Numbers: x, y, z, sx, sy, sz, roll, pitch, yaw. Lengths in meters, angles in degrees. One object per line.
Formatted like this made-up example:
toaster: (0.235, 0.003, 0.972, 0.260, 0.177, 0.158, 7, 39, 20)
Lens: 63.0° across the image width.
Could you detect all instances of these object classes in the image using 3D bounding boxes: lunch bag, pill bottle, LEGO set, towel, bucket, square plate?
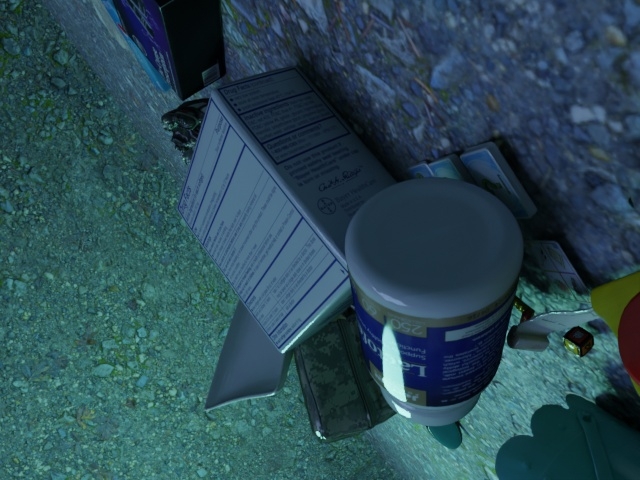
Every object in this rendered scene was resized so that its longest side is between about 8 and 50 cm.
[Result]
lunch bag: (0.088, 0.255, 1.010, 0.305, 0.256, 0.213, 93, 163, -66)
pill bottle: (0.113, 0.079, 0.538, 0.153, 0.153, 0.265, 40, 156, 37)
LEGO set: (0.181, 0.022, 0.552, 0.244, 0.060, 0.182, 53, 169, -10)
towel: (-0.485, -0.538, 1.238, 0.282, 0.049, 0.187, 40, 162, 38)
bucket: (0.298, 0.327, 0.539, 0.183, 0.281, 0.281, 23, 149, 55)
square plate: (-0.138, 0.223, 1.240, 0.049, 0.344, 0.347, 31, 144, -24)

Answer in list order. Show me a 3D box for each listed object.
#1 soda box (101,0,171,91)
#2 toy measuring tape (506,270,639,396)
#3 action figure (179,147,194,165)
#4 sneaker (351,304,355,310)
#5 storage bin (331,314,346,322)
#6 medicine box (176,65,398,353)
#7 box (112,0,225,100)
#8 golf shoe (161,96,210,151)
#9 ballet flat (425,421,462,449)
soda box: (-0.366, -0.425, 1.100, 0.067, 0.071, 0.210, 34, 158, 48)
toy measuring tape: (0.236, 0.088, 0.374, 0.121, 0.121, 0.330, 49, 158, 8)
action figure: (-0.225, -0.161, 1.187, 0.164, 0.141, 0.276, 62, 168, 6)
sneaker: (0.018, 0.034, 0.946, 0.321, 0.126, 0.127, 22, 153, 43)
storage bin: (-0.001, 0.248, 1.340, 0.260, 0.123, 0.262, 35, 165, -24)
medicine box: (-0.043, -0.035, 0.722, 0.289, 0.149, 0.263, 52, 143, 11)
box: (-0.249, -0.371, 0.824, 0.184, 0.103, 0.261, 53, 166, 6)
golf shoe: (-0.164, -0.218, 0.955, 0.272, 0.120, 0.105, 16, 142, 27)
ballet flat: (0.259, 0.397, 1.223, 0.203, 0.074, 0.074, 48, 166, -10)
